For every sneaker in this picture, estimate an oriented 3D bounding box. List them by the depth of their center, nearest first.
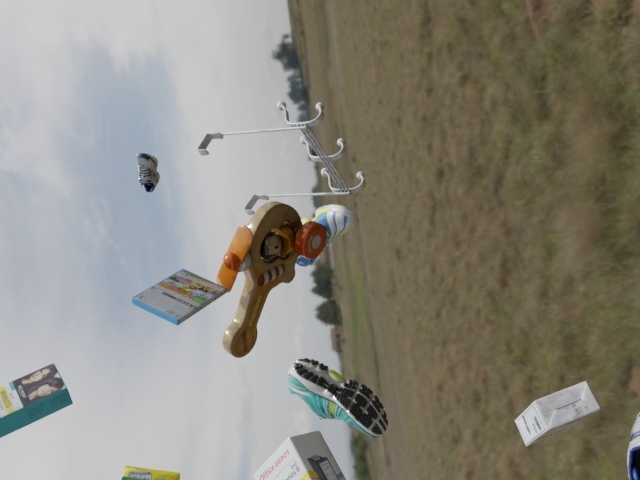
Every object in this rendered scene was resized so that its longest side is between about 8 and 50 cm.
[{"bbox_3d":[0.719,0.516,1.617,0.131,0.112,0.296,-39,-61,-39],"label":"sneaker"},{"bbox_3d":[0.000,0.000,1.724,0.240,0.091,0.126,-26,44,60],"label":"sneaker"},{"bbox_3d":[0.040,0.388,1.778,0.107,0.275,0.110,-34,-31,-51],"label":"sneaker"},{"bbox_3d":[-0.438,-0.169,1.867,0.135,0.052,0.058,84,-168,-59],"label":"sneaker"}]

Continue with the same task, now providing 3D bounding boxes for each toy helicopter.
[{"bbox_3d":[-0.141,0.086,1.599,0.235,0.140,0.354,13,-83,-57],"label":"toy helicopter"}]

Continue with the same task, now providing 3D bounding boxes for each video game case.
[{"bbox_3d":[-0.290,0.114,1.525,0.166,0.119,0.015,-35,-39,-55],"label":"video game case"}]

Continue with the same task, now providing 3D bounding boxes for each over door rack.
[{"bbox_3d":[-0.084,-0.193,1.696,0.239,0.324,0.108,54,-142,-40],"label":"over door rack"}]

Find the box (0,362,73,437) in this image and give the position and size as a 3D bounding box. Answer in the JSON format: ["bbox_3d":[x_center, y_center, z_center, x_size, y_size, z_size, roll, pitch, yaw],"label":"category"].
[{"bbox_3d":[-0.711,0.383,1.701,0.100,0.244,0.060,41,146,42],"label":"box"}]

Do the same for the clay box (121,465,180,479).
[{"bbox_3d":[-0.391,0.585,1.698,0.053,0.128,0.222,-86,7,-46],"label":"clay box"}]

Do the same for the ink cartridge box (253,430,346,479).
[{"bbox_3d":[-0.023,0.512,1.468,0.154,0.093,0.212,-51,54,31],"label":"ink cartridge box"}]

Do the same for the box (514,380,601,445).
[{"bbox_3d":[0.685,0.512,2.157,0.290,0.169,0.087,81,168,-65],"label":"box"}]
